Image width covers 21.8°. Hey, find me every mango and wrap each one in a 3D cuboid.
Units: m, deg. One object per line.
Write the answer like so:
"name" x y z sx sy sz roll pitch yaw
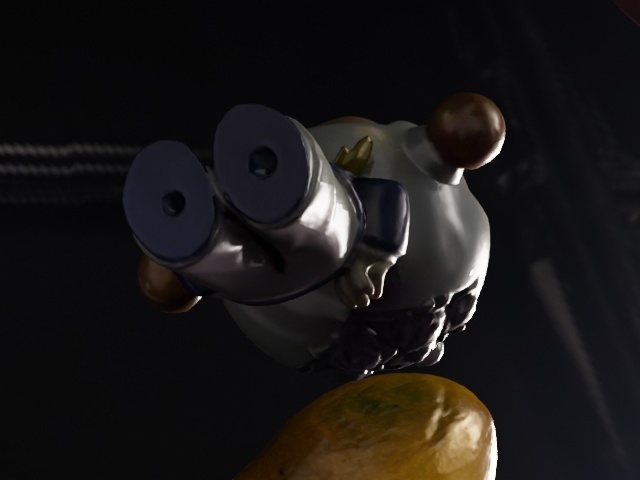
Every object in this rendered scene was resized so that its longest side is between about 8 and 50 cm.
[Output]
"mango" 0.005 0.237 1.390 0.359 0.144 0.187 -34 -72 -23

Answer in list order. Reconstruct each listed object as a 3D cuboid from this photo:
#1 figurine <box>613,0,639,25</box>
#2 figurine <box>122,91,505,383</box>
"figurine" 0.392 -0.320 1.778 0.270 0.211 0.261 44 -167 -8
"figurine" 0.008 -0.005 0.798 0.194 0.274 0.133 -22 -102 -9
